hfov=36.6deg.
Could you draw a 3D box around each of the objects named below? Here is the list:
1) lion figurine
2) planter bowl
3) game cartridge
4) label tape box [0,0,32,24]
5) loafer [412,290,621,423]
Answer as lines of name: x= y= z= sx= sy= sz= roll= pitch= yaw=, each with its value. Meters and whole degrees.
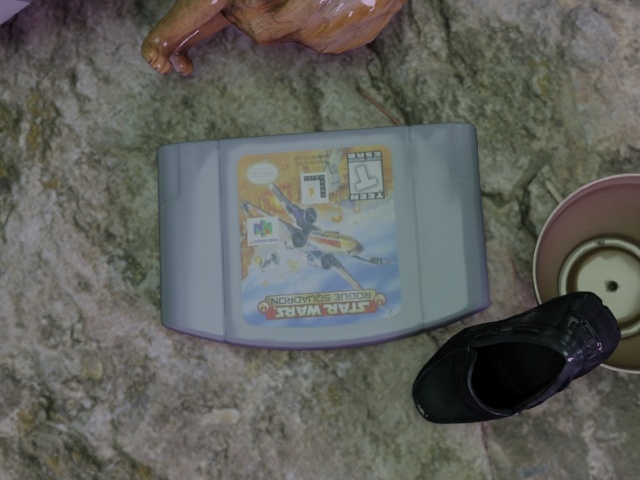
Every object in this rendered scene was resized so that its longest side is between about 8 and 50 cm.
lion figurine: x=-0.108 y=-0.306 z=0.891 sx=0.240 sy=0.142 sz=0.392 roll=-40 pitch=86 yaw=11
planter bowl: x=0.255 y=0.035 z=0.821 sx=0.162 sy=0.109 sz=0.162 roll=-1 pitch=79 yaw=5
game cartridge: x=0.000 y=0.000 z=0.880 sx=0.297 sy=0.062 sz=0.198 roll=-4 pitch=75 yaw=4
label tape box: x=-0.301 y=-0.330 z=0.845 sx=0.334 sy=0.106 sz=0.240 roll=-18 pitch=78 yaw=41
loafer: x=0.138 y=0.104 z=0.772 sx=0.078 sy=0.223 sz=0.076 roll=-30 pitch=85 yaw=-39
